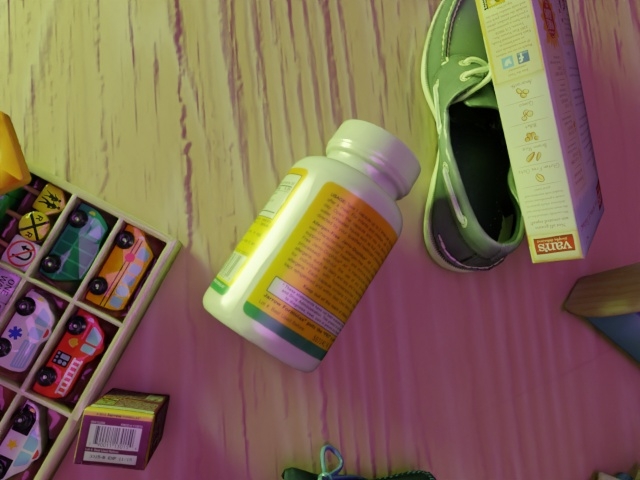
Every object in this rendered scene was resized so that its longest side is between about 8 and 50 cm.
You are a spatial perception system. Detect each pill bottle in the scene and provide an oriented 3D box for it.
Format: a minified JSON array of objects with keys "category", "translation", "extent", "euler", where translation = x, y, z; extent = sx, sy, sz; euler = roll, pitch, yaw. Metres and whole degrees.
[{"category":"pill bottle","translation":[0.000,0.000,0.430],"extent":[0.118,0.117,0.208],"euler":[33,80,-3]}]

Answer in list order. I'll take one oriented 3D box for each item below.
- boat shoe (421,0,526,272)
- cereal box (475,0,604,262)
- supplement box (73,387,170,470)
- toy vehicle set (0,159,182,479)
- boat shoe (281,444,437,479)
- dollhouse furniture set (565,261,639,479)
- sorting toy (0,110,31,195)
[{"category":"boat shoe","translation":[0.166,-0.129,0.477],"extent":[0.116,0.099,0.319],"euler":[6,82,-5]},{"category":"cereal box","translation":[0.208,-0.118,0.436],"extent":[0.173,0.047,0.240],"euler":[-26,104,-52]},{"category":"supplement box","translation":[-0.165,0.157,0.406],"extent":[0.055,0.083,0.043],"euler":[9,83,-7]},{"category":"toy vehicle set","translation":[-0.263,0.079,0.425],"extent":[0.166,0.035,0.266],"euler":[27,81,-4]},{"category":"boat shoe","translation":[-0.018,0.241,0.408],"extent":[0.258,0.109,0.089],"euler":[-14,82,-11]},{"category":"dollhouse furniture set","translation":[0.305,0.183,0.368],"extent":[0.198,0.286,0.303],"euler":[38,69,-2]},{"category":"sorting toy","translation":[-0.396,-0.011,0.397],"extent":[0.348,0.047,0.196],"euler":[-11,83,3]}]
